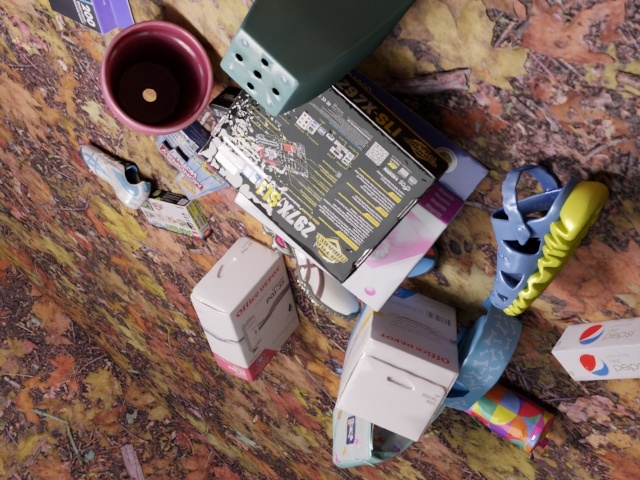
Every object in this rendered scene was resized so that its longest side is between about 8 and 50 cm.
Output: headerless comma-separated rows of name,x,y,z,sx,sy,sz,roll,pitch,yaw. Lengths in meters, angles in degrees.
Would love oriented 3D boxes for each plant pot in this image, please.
plant pot,-0.014,-0.294,1.240,0.165,0.234,0.166,43,151,-3
plant pot,-0.312,-0.290,1.684,0.201,0.201,0.180,47,166,-11

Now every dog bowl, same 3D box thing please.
dog bowl,0.289,0.221,1.683,0.074,0.166,0.297,26,150,4

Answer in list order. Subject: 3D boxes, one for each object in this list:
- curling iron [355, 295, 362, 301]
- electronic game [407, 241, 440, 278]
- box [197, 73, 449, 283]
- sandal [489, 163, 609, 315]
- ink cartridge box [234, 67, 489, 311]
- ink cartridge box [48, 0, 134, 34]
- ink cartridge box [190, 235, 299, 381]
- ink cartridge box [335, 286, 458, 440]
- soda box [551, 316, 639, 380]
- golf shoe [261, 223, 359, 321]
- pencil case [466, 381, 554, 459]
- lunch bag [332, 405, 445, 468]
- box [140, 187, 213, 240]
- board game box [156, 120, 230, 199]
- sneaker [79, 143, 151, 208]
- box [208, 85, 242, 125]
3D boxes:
curling iron,0.152,0.140,1.844,0.274,0.035,0.068,31,149,26
electronic game,0.104,0.008,1.650,0.229,0.048,0.229,13,152,7
box,-0.001,-0.128,1.415,0.322,0.079,0.257,42,125,3
sandal,0.317,-0.007,1.372,0.138,0.126,0.317,36,144,17
ink cartridge box,0.055,-0.088,1.496,0.324,0.071,0.330,38,130,5
ink cartridge box,-0.456,-0.494,1.709,0.208,0.045,0.206,26,148,24
ink cartridge box,-0.169,0.162,2.106,0.117,0.207,0.283,24,148,27
ink cartridge box,0.144,0.216,1.677,0.171,0.233,0.168,22,116,-3
soda box,0.484,0.175,1.462,0.074,0.069,0.216,49,150,-13
golf shoe,0.001,0.033,1.767,0.120,0.105,0.273,-38,88,21
pencil case,0.355,0.339,1.826,0.236,0.104,0.104,31,150,20
lunch bag,0.139,0.387,1.985,0.160,0.262,0.223,44,153,-6
box,-0.362,-0.068,2.203,0.207,0.036,0.114,14,142,40
board game box,-0.274,-0.168,1.926,0.194,0.060,0.194,44,151,-5
sneaker,-0.496,-0.170,2.201,0.237,0.086,0.085,41,-172,25
box,-0.064,-0.161,1.677,0.270,0.060,0.216,20,146,35
